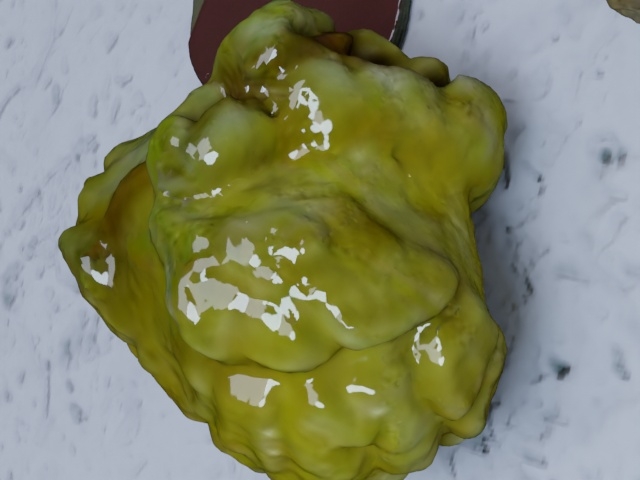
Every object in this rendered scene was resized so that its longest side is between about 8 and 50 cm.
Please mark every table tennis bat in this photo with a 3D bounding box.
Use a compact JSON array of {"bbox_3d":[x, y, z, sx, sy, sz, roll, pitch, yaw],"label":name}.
[{"bbox_3d":[-0.040,-0.148,0.840,0.246,0.022,0.138,38,108,39],"label":"table tennis bat"}]

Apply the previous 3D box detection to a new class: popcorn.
[{"bbox_3d":[0.000,0.000,0.681,0.203,0.200,0.226,-45,16,-4],"label":"popcorn"}]

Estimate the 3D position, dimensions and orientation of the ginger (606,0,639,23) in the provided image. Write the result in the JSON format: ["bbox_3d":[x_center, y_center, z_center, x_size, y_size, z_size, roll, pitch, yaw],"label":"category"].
[{"bbox_3d":[0.150,-0.134,0.608,0.104,0.080,0.204,-51,53,31],"label":"ginger"}]
